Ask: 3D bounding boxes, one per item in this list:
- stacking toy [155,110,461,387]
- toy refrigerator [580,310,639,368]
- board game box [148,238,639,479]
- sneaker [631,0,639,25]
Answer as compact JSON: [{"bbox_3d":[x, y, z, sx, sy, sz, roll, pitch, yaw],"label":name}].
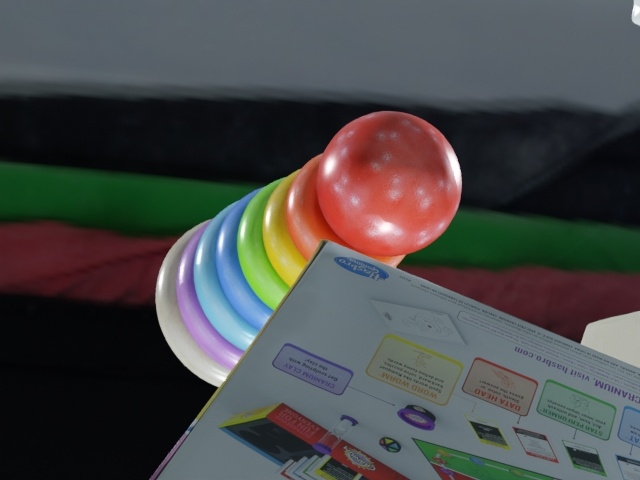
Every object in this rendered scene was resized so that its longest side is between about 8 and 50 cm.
[{"bbox_3d":[0.000,0.000,1.084,0.141,0.141,0.330,-3,162,-25],"label":"stacking toy"},{"bbox_3d":[0.288,0.192,1.257,0.094,0.269,0.102,-16,-154,31],"label":"toy refrigerator"},{"bbox_3d":[0.057,0.129,0.728,0.242,0.064,0.316,23,-152,8],"label":"board game box"},{"bbox_3d":[0.212,-0.204,1.072,0.053,0.061,0.152,12,-134,-28],"label":"sneaker"}]
